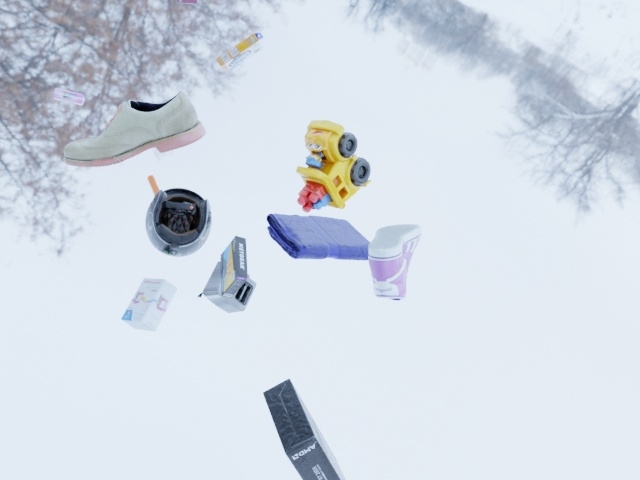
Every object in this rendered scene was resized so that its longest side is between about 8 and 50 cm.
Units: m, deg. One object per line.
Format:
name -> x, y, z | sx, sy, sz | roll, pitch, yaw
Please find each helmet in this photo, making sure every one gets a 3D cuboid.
helmet -> -0.335, -0.045, 1.454 | 0.169, 0.169, 0.161 | 28, 170, -12

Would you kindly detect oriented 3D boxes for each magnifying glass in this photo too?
magnifying glass -> -0.502, -0.103, 1.957 | 0.026, 0.092, 0.231 | -17, -105, -27

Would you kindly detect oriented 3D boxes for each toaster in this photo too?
toaster -> -0.371, 0.194, 2.482 | 0.168, 0.110, 0.185 | 43, -124, -31

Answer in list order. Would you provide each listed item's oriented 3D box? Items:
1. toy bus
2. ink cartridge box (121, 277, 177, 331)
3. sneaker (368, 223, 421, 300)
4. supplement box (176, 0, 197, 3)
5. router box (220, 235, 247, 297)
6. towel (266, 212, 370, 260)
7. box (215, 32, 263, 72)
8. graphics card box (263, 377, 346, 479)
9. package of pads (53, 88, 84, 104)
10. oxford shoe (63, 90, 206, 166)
toy bus -> 0.007, -0.186, 1.669 | 0.149, 0.211, 0.220 | 20, 151, 43
ink cartridge box -> -0.420, 0.156, 1.511 | 0.052, 0.088, 0.122 | 49, -127, -39
sneaker -> 0.180, 0.056, 1.500 | 0.102, 0.161, 0.282 | 1, -163, 25
supplement box -> -0.459, -0.834, 2.103 | 0.055, 0.043, 0.083 | -6, -158, -24
router box -> -0.308, 0.093, 2.180 | 0.046, 0.133, 0.179 | 16, -133, -29
towel -> 0.000, 0.000, 1.934 | 0.308, 0.076, 0.227 | 2, -149, -36
box -> -0.206, -0.498, 1.622 | 0.028, 0.136, 0.081 | 59, -175, -1
graphics card box -> -0.024, 0.583, 1.684 | 0.233, 0.094, 0.371 | 56, 171, 55
package of pads -> -0.745, -0.425, 1.821 | 0.083, 0.032, 0.050 | 10, 180, -18
oxford shoe -> -0.512, -0.299, 1.635 | 0.397, 0.146, 0.140 | -14, -151, 5
